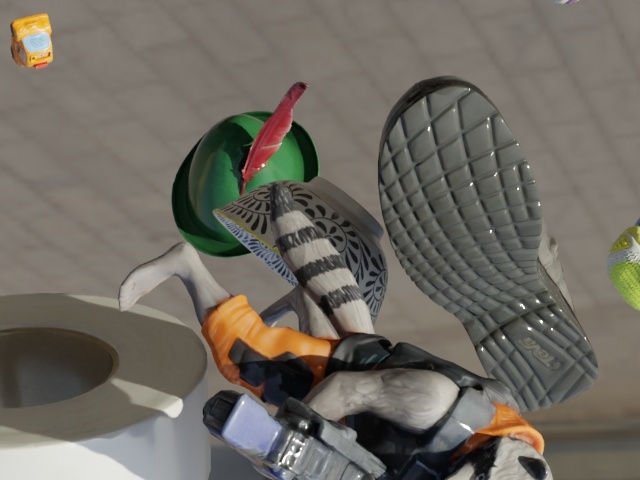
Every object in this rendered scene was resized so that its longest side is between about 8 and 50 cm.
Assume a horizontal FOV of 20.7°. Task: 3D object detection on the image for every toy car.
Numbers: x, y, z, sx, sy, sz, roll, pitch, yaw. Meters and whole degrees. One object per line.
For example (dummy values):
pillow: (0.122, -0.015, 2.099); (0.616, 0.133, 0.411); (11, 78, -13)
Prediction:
toy car: (-0.284, -0.167, 1.532); (0.122, 0.040, 0.060); (-7, 148, -35)

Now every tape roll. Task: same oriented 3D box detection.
tape roll: (-0.226, 0.137, 1.337); (0.286, 0.100, 0.286); (0, -158, 0)

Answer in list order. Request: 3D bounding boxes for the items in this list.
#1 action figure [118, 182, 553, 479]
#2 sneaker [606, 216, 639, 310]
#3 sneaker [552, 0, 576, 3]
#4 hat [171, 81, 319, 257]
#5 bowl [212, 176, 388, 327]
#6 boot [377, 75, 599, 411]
action figure: (0.019, 0.094, 1.186); (0.330, 0.178, 0.341); (34, 175, 31)
sneaker: (0.406, 0.061, 1.893); (0.091, 0.126, 0.240); (-16, 122, 42)
sneaker: (0.278, -0.368, 1.662); (0.114, 0.152, 0.305); (-31, 154, -52)
hat: (-0.106, -0.103, 1.891); (0.208, 0.173, 0.183); (-45, 150, 0)
bowl: (0.000, 0.000, 1.451); (0.170, 0.080, 0.170); (39, 173, 6)
boot: (0.113, -0.038, 1.398); (0.118, 0.222, 0.338); (-19, 130, 6)
